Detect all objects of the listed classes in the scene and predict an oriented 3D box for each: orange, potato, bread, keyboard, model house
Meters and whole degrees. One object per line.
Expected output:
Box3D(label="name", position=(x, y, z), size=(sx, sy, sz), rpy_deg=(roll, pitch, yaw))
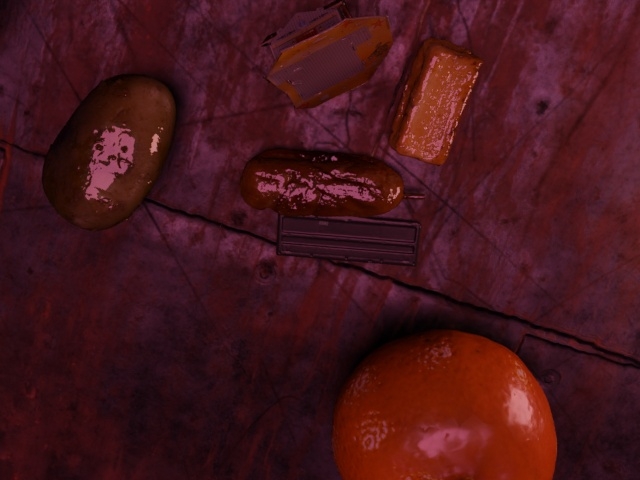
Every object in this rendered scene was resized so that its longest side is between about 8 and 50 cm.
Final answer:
Box3D(label="orange", position=(0.229, 0.377, 1.350), size=(0.424, 0.326, 0.424), rpy_deg=(1, 112, 2))
Box3D(label="potato", position=(-0.370, -0.155, 1.267), size=(0.173, 0.210, 0.307), rpy_deg=(26, 105, -34))
Box3D(label="bread", position=(0.021, -0.097, 1.318), size=(0.344, 0.084, 0.124), rpy_deg=(5, 111, 2))
Box3D(label="bread", position=(0.196, -0.240, 1.253), size=(0.114, 0.083, 0.211), rpy_deg=(17, 111, -8))
Box3D(label="keyboard", position=(-0.001, -0.005, 1.384), size=(0.381, 0.041, 0.103), rpy_deg=(3, 110, -4))
Box3D(label="model house", position=(0.004, -0.347, 1.205), size=(0.219, 0.207, 0.136), rpy_deg=(-26, 70, 13))
